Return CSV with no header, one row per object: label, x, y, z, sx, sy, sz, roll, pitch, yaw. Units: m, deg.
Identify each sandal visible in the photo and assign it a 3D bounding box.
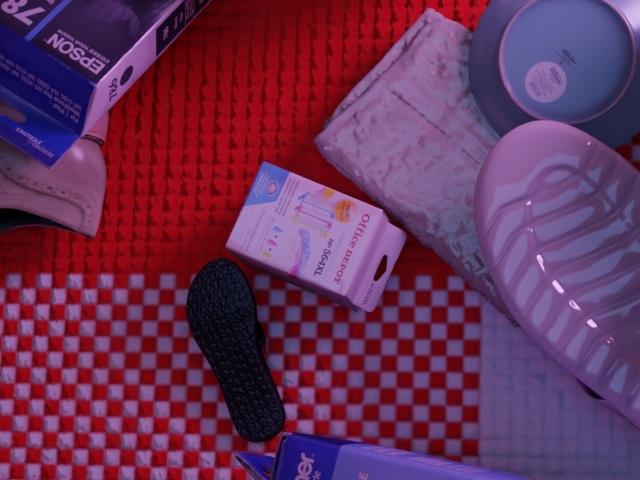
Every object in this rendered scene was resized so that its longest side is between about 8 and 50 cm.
sandal,0.283,0.079,1.699,0.169,0.102,0.416,-38,83,-5
sandal,-0.079,0.105,1.803,0.067,0.040,0.179,-17,91,11

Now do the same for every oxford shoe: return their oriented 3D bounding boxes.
oxford shoe,-0.402,-0.054,1.832,0.397,0.140,0.146,-4,81,9

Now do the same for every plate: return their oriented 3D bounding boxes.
plate,0.228,-0.168,1.748,0.188,0.024,0.188,-1,85,12

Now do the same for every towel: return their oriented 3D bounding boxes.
towel,0.148,-0.072,1.791,0.282,0.049,0.187,43,90,13

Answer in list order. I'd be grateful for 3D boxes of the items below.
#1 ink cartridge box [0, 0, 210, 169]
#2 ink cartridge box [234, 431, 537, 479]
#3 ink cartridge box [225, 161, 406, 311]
ink cartridge box,-0.218,-0.232,1.809,0.165,0.065,0.332,31,62,13
ink cartridge box,0.115,0.264,1.598,0.395,0.270,0.151,10,84,18
ink cartridge box,0.000,0.000,1.778,0.143,0.090,0.092,22,83,13
